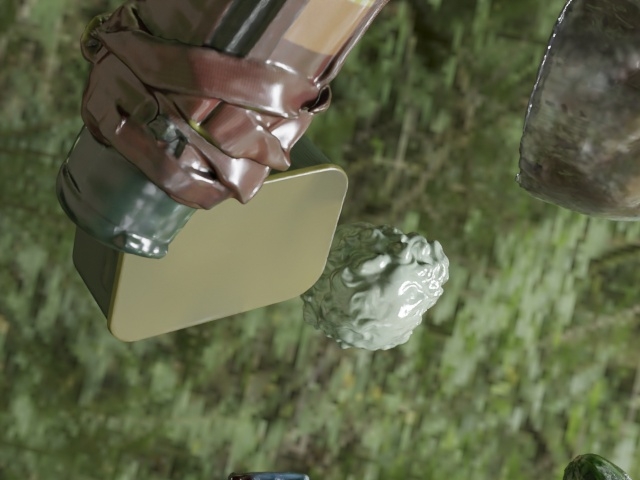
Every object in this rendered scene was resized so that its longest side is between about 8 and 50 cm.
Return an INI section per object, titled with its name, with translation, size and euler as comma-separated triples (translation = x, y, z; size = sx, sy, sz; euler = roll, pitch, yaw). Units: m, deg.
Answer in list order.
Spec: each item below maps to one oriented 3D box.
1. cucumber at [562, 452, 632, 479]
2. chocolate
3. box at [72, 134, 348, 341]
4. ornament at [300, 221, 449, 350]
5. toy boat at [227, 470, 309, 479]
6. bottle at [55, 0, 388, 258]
[cucumber]
translation = 0.270, 0.286, 1.477
size = 0.241, 0.074, 0.074
euler = 60, 16, -2
[chocolate]
translation = 0.327, -0.141, 1.569
size = 0.303, 0.213, 0.303
euler = -55, 160, -31
[box]
translation = -0.091, -0.016, 1.398
size = 0.201, 0.090, 0.144
euler = -15, 139, -30
[ornament]
translation = -0.013, 0.007, 1.670
size = 0.130, 0.285, 0.120
euler = -56, 144, -7
[toy boat]
translation = -0.088, 0.386, 1.870
size = 0.309, 0.142, 0.129
euler = -65, -165, -11
[bottle]
translation = -0.065, -0.115, 1.043
size = 0.143, 0.156, 0.271
euler = 14, 119, -51
